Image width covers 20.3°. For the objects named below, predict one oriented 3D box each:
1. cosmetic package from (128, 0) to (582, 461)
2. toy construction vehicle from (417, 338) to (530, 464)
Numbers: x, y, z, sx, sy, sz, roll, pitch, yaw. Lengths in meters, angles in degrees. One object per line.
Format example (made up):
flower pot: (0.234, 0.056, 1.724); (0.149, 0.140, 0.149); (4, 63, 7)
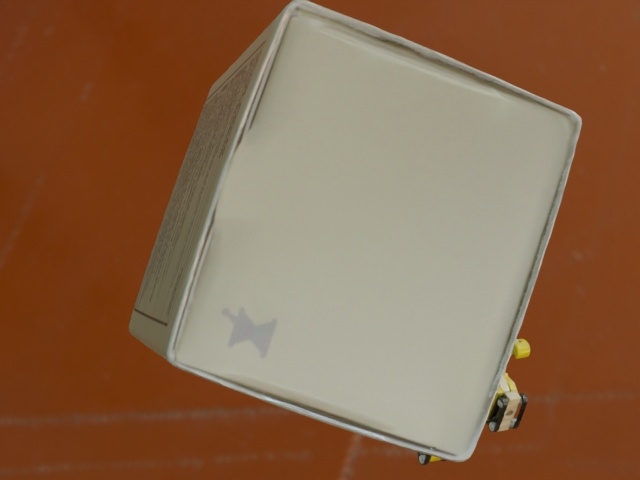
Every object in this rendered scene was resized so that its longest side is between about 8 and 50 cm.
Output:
cosmetic package: (0.000, 0.000, 0.813); (0.296, 0.129, 0.153); (-178, 108, -82)
toy construction vehicle: (0.116, 0.121, 1.377); (0.086, 0.098, 0.035); (-8, 39, -28)
